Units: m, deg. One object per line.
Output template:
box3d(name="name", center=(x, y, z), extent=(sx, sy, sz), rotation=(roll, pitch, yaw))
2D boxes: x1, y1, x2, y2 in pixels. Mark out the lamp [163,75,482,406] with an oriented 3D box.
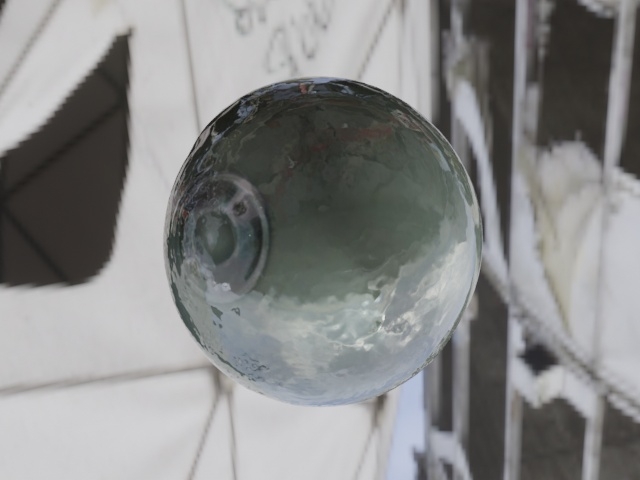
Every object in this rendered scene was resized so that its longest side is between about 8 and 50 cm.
box3d(name="lamp", center=(0.000, 0.000, 0.595), extent=(0.105, 0.105, 0.105), rotation=(-2, -137, 2))
